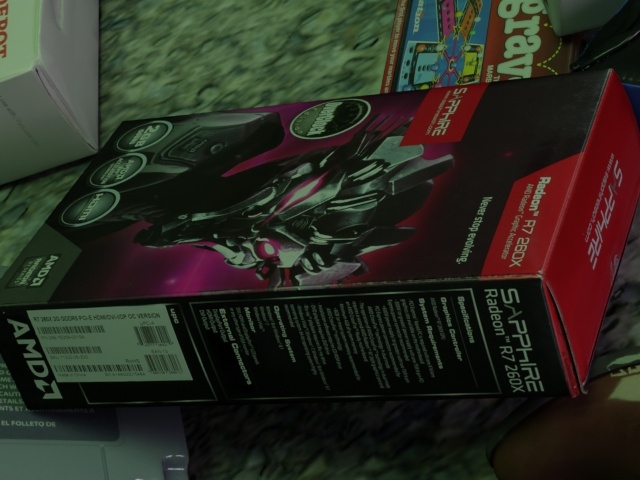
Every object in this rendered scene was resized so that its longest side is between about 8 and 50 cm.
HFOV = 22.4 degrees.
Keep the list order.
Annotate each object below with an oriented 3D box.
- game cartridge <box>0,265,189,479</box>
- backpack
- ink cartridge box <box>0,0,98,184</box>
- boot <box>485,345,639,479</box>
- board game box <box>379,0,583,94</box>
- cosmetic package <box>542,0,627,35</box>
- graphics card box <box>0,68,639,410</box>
[{"bbox_3d":[-0.240,0.097,1.057,0.294,0.060,0.196,4,47,-20],"label":"game cartridge"},{"bbox_3d":[0.233,-0.115,1.075,0.098,0.101,0.120,17,57,31],"label":"backpack"},{"bbox_3d":[-0.330,-0.135,1.334,0.283,0.117,0.207,-16,50,13],"label":"ink cartridge box"},{"bbox_3d":[0.234,0.193,0.871,0.264,0.096,0.280,-11,58,8],"label":"boot"},{"bbox_3d":[0.116,-0.119,1.181,0.145,0.027,0.281,-3,54,21],"label":"board game box"},{"bbox_3d":[0.229,-0.264,1.136,0.183,0.151,0.151,-14,51,0],"label":"cosmetic package"},{"bbox_3d":[0.000,0.000,1.020,0.370,0.094,0.233,-4,34,25],"label":"graphics card box"}]
